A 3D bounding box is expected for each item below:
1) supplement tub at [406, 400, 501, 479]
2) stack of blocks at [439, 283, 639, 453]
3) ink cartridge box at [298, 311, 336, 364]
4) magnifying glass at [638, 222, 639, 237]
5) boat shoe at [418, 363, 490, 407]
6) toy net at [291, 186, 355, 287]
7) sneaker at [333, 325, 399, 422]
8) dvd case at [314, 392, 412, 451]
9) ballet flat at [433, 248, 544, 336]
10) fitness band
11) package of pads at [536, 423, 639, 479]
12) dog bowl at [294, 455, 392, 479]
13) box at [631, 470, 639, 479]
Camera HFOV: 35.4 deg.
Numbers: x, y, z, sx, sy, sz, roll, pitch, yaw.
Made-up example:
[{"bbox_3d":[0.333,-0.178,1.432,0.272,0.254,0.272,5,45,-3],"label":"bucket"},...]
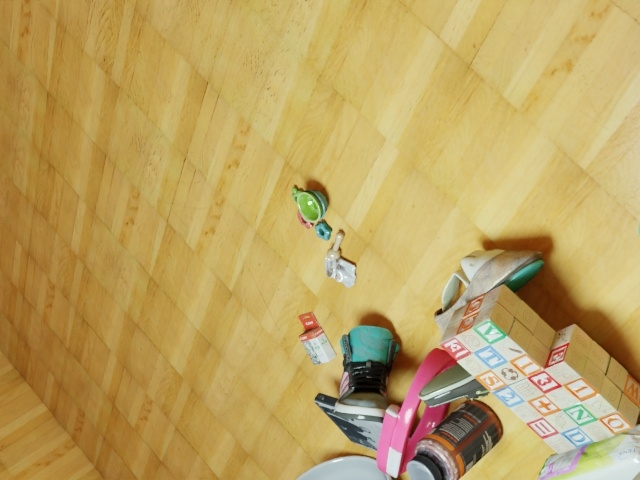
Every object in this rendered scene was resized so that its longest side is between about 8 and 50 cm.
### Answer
[{"bbox_3d":[0.253,0.399,1.925,0.106,0.198,0.106,28,134,34],"label":"supplement tub"},{"bbox_3d":[0.366,0.210,1.658,0.297,0.087,0.171,42,138,-10],"label":"stack of blocks"},{"bbox_3d":[-0.016,0.221,2.250,0.063,0.029,0.115,-23,98,54],"label":"ink cartridge box"},{"bbox_3d":[0.548,-0.034,1.420,0.092,0.026,0.231,57,146,2],"label":"magnifying glass"},{"bbox_3d":[0.287,0.247,1.787,0.069,0.227,0.081,60,-173,-14],"label":"boat shoe"},{"bbox_3d":[0.000,0.000,2.058,0.122,0.045,0.232,-2,114,49],"label":"toy net"},{"bbox_3d":[0.096,0.261,2.000,0.295,0.123,0.178,164,113,-88],"label":"sneaker"},{"bbox_3d":[0.116,0.415,2.182,0.238,0.030,0.179,9,147,45],"label":"dvd case"},{"bbox_3d":[0.276,0.083,1.755,0.106,0.107,0.316,57,144,21],"label":"ballet flat"},{"bbox_3d":[0.188,0.339,1.944,0.054,0.209,0.291,27,130,23],"label":"fitness band"},{"bbox_3d":[0.524,0.432,1.687,0.229,0.101,0.296,45,143,-4],"label":"package of pads"},{"bbox_3d":[0.048,0.608,2.259,0.265,0.265,0.104,6,123,47],"label":"dog bowl"},{"bbox_3d":[0.561,0.320,1.445,0.094,0.275,0.113,57,143,1],"label":"box"}]
